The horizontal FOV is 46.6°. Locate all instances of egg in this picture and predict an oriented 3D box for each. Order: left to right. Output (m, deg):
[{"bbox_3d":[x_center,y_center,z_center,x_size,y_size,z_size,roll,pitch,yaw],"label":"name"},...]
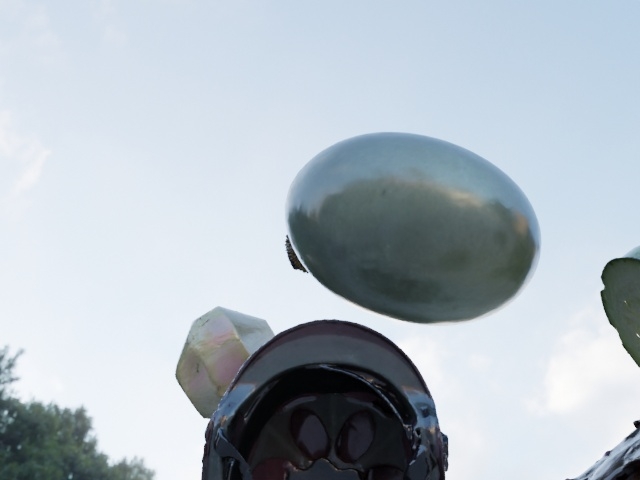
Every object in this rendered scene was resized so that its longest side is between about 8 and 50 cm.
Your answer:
[{"bbox_3d":[0.118,-0.017,1.004,0.352,0.258,0.258,17,-40,29],"label":"egg"}]

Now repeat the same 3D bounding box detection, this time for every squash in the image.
[{"bbox_3d":[0.431,0.107,0.898,0.041,0.219,0.219,-29,-48,-12],"label":"squash"}]

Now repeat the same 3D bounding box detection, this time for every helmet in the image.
[{"bbox_3d":[0.010,0.283,0.854,0.271,0.338,0.197,-1,-34,7],"label":"helmet"}]

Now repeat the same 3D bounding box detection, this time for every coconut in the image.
[{"bbox_3d":[-0.189,0.250,1.541,0.237,0.197,0.236,-15,-57,-26],"label":"coconut"}]

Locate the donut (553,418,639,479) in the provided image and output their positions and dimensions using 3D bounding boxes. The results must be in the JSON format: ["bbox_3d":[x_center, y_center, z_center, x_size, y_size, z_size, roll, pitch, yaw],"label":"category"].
[{"bbox_3d":[0.208,0.200,0.471,0.103,0.270,0.269,47,-50,13],"label":"donut"}]

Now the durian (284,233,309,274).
[{"bbox_3d":[0.000,0.000,1.588,0.168,0.158,0.137,-47,-45,1],"label":"durian"}]
